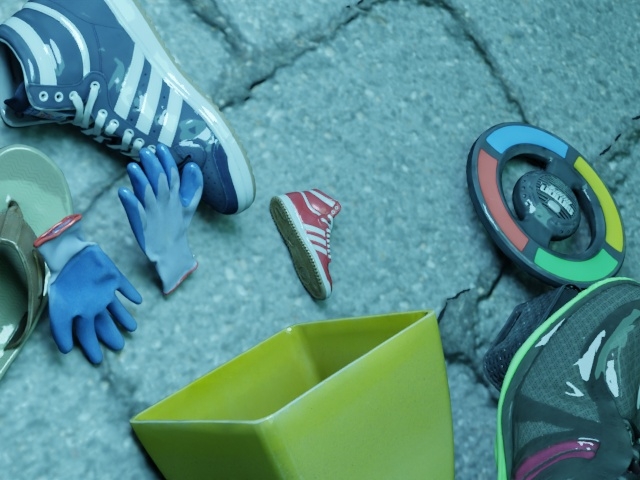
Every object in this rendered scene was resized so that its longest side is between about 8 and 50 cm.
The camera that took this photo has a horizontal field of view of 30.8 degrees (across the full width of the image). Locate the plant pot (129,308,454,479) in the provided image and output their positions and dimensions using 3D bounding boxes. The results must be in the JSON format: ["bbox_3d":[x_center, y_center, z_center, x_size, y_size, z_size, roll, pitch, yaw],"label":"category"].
[{"bbox_3d":[-0.004,0.194,1.032,0.212,0.212,0.187,-28,101,-38],"label":"plant pot"}]

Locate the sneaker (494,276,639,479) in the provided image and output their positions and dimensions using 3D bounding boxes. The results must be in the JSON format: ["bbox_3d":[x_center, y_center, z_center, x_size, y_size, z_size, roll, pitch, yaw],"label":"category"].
[{"bbox_3d":[0.229,0.239,0.981,0.185,0.202,0.483,37,59,-18],"label":"sneaker"}]

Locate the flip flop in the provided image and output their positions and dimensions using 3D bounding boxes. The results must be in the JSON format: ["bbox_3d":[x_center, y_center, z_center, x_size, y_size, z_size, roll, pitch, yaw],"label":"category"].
[{"bbox_3d":[-0.279,0.038,0.979,0.112,0.080,0.277,31,57,-19],"label":"flip flop"}]

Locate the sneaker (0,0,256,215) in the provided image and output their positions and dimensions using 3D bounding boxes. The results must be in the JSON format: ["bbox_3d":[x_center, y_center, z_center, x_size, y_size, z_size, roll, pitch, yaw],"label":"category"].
[{"bbox_3d":[-0.191,-0.112,1.090,0.153,0.099,0.282,-41,101,-30],"label":"sneaker"}]

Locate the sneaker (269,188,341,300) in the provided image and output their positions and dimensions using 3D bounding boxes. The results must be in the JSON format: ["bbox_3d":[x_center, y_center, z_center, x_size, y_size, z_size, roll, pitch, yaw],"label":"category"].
[{"bbox_3d":[0.000,0.000,1.202,0.067,0.042,0.118,-19,80,-34],"label":"sneaker"}]

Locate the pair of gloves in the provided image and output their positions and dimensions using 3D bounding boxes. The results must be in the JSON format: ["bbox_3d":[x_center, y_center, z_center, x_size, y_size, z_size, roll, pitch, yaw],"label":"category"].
[{"bbox_3d":[-0.170,0.010,1.038,0.198,0.023,0.159,-43,140,-31],"label":"pair of gloves"}]

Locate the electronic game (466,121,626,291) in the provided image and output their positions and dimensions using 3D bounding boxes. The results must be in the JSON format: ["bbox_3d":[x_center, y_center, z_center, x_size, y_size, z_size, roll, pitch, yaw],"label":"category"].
[{"bbox_3d":[0.268,-0.042,1.371,0.229,0.048,0.229,18,52,-24],"label":"electronic game"}]

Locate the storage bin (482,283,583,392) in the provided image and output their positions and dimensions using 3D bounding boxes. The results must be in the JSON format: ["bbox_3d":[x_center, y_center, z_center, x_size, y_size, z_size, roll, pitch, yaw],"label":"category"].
[{"bbox_3d":[0.285,0.153,1.300,0.180,0.084,0.122,46,53,-8],"label":"storage bin"}]
